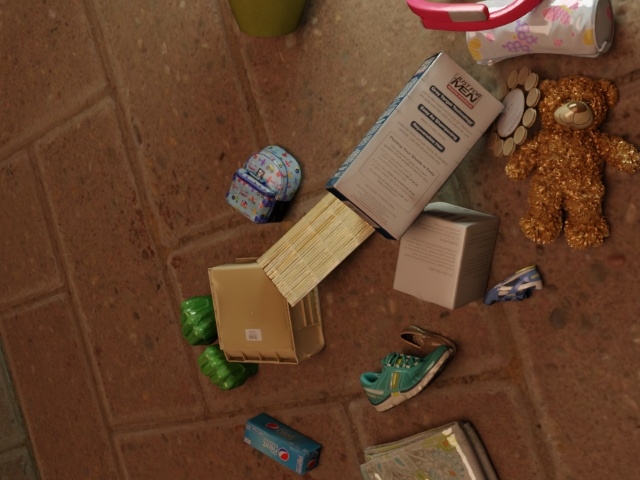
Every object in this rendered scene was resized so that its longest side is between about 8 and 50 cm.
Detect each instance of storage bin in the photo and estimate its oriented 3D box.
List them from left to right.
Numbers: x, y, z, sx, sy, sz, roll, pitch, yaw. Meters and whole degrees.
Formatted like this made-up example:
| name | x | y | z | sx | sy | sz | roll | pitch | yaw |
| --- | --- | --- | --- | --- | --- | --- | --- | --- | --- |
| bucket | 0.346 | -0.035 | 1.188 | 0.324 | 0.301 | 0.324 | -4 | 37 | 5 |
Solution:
| name | x | y | z | sx | sy | sz | roll | pitch | yaw |
| --- | --- | --- | --- | --- | --- | --- | --- | --- | --- |
| storage bin | -0.139 | 0.175 | 2.117 | 0.262 | 0.123 | 0.260 | -5 | 96 | 38 |

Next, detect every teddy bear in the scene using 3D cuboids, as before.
| name | x | y | z | sx | sy | sz | roll | pitch | yaw |
| --- | --- | --- | --- | --- | --- | --- | --- | --- | --- |
| teddy bear | 0.476 | -0.144 | 1.581 | 0.245 | 0.113 | 0.338 | 30 | 116 | 28 |

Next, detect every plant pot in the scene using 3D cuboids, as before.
| name | x | y | z | sx | sy | sz | roll | pitch | yaw |
| --- | --- | --- | --- | --- | --- | --- | --- | --- | --- |
| plant pot | -0.124 | -0.628 | 1.882 | 0.275 | 0.275 | 0.293 | 24 | 129 | 32 |

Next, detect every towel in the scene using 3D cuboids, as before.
| name | x | y | z | sx | sy | sz | roll | pitch | yaw |
| --- | --- | --- | --- | --- | --- | --- | --- | --- | --- |
| towel | 0.279 | 0.622 | 1.902 | 0.321 | 0.090 | 0.374 | -31 | 80 | 38 |

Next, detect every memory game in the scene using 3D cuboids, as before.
| name | x | y | z | sx | sy | sz | roll | pitch | yaw |
| --- | --- | --- | --- | --- | --- | --- | --- | --- | --- |
| memory game | 0.379 | -0.253 | 1.628 | 0.186 | 0.012 | 0.186 | -167 | 90 | -73 |

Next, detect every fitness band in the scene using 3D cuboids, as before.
| name | x | y | z | sx | sy | sz | roll | pitch | yaw |
| --- | --- | --- | --- | --- | --- | --- | --- | --- | --- |
| fitness band | 0.303 | -0.495 | 1.602 | 0.291 | 0.209 | 0.054 | 16 | 152 | 40 |

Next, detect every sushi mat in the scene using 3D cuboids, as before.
| name | x | y | z | sx | sy | sz | roll | pitch | yaw |
| --- | --- | --- | --- | --- | --- | --- | --- | --- | --- |
| sushi mat | 0.000 | 0.000 | 1.951 | 0.316 | 0.019 | 0.151 | -43 | 72 | 6 |

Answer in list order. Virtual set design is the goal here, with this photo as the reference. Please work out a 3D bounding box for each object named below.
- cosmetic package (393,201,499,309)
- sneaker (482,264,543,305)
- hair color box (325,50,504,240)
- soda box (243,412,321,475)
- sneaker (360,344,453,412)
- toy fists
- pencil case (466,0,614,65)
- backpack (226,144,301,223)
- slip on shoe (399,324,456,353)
| name | x | y | z | sx | sy | sz | roll | pitch | yaw |
| --- | --- | --- | --- | --- | --- | --- | --- | --- | --- |
| cosmetic package | 0.267 | 0.029 | 1.751 | 0.151 | 0.151 | 0.183 | 19 | 110 | 34 |
| sneaker | 0.402 | 0.107 | 1.726 | 0.144 | 0.053 | 0.059 | -38 | 77 | 37 |
| hair color box | 0.186 | -0.187 | 1.653 | 0.174 | 0.105 | 0.347 | 40 | 86 | -10 |
| soda box | -0.103 | 0.540 | 2.193 | 0.210 | 0.071 | 0.067 | 22 | 113 | 33 |
| sneaker | 0.189 | 0.303 | 1.880 | 0.275 | 0.107 | 0.110 | -39 | 84 | 40 |
| toy fists | -0.291 | 0.277 | 2.242 | 0.096 | 0.142 | 0.279 | -37 | 75 | 37 |
| pencil case | 0.415 | -0.405 | 1.571 | 0.273 | 0.113 | 0.124 | 4 | 80 | 36 |
| backpack | -0.137 | -0.145 | 2.057 | 0.158 | 0.117 | 0.173 | 41 | 118 | 24 |
| slip on shoe | 0.243 | 0.233 | 1.881 | 0.135 | 0.041 | 0.051 | 25 | 114 | 32 |
